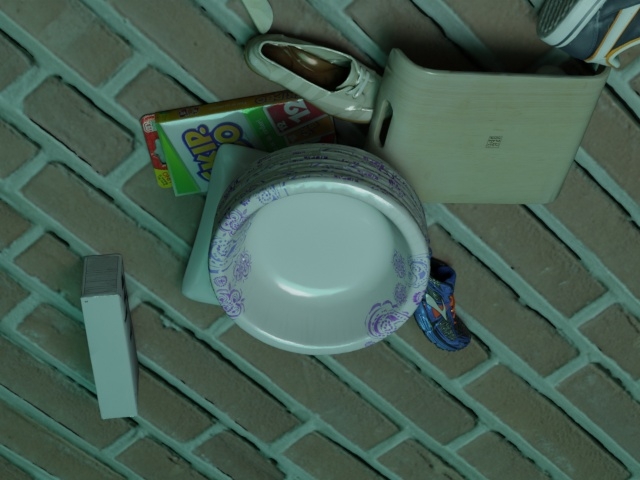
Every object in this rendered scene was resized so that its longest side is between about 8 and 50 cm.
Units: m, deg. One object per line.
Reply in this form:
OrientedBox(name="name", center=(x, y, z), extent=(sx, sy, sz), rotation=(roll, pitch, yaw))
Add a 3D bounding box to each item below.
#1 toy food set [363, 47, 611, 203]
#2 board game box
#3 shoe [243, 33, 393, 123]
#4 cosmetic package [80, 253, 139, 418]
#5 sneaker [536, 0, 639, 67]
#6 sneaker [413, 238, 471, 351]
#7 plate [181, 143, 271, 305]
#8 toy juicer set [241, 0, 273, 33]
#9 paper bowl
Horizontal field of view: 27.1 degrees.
OrientedBox(name="toy food set", center=(0.218, -0.159, 1.771), extent=(0.306, 0.092, 0.219), rotation=(0, 134, -16))
OrientedBox(name="board game box", center=(-0.108, -0.134, 1.814), extent=(0.259, 0.039, 0.124), rotation=(-8, 126, 5))
OrientedBox(name="shoe", center=(0.006, -0.210, 1.729), extent=(0.219, 0.058, 0.076), rotation=(20, 80, -15))
OrientedBox(name="cosmetic package", center=(-0.309, 0.144, 1.967), extent=(0.060, 0.099, 0.239), rotation=(-3, 128, -1))
OrientedBox(name="sneaker", center=(0.409, -0.347, 1.634), extent=(0.127, 0.126, 0.321), rotation=(25, 131, -16))
OrientedBox(name="sneaker", center=(0.171, 0.082, 1.967), extent=(0.087, 0.083, 0.221), rotation=(-29, 125, 13))
OrientedBox(name="plate", center=(-0.039, 0.015, 1.869), extent=(0.278, 0.045, 0.277), rotation=(14, 125, -7))
OrientedBox(name="toy juicer set", center=(-0.033, -0.401, 1.581), extent=(0.209, 0.089, 0.329), rotation=(36, 117, -27))
OrientedBox(name="paper bowl", center=(0.000, 0.000, 1.737), extent=(0.284, 0.148, 0.284), rotation=(1, 125, 2))
